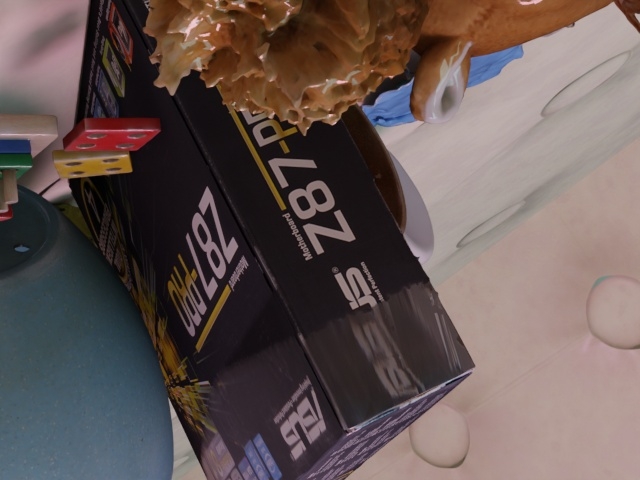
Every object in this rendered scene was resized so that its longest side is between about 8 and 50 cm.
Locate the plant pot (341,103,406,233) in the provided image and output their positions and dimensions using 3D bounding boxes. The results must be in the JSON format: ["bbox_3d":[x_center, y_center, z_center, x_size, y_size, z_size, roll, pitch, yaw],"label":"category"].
[{"bbox_3d":[-0.039,-0.036,1.335,0.165,0.167,0.167,-30,172,24],"label":"plant pot"}]

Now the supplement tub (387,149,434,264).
[{"bbox_3d":[0.000,0.000,1.587,0.200,0.144,0.144,-29,172,22],"label":"supplement tub"}]

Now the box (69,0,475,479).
[{"bbox_3d":[-0.058,0.014,1.035,0.097,0.318,0.395,-25,169,-19],"label":"box"}]

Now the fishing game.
[{"bbox_3d":[0.119,-0.164,1.512,0.264,0.041,0.189,-28,172,24],"label":"fishing game"}]

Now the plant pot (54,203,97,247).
[{"bbox_3d":[-0.215,0.014,1.269,0.083,0.083,0.079,-22,154,-43],"label":"plant pot"}]

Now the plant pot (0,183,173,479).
[{"bbox_3d":[-0.239,0.072,1.028,0.290,0.290,0.195,-24,133,-38],"label":"plant pot"}]

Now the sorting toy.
[{"bbox_3d":[-0.222,-0.033,0.880,0.275,0.046,0.132,-2,169,-29],"label":"sorting toy"}]

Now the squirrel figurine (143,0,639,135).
[{"bbox_3d":[0.084,-0.205,0.789,0.397,0.281,0.370,-12,172,-24],"label":"squirrel figurine"}]
